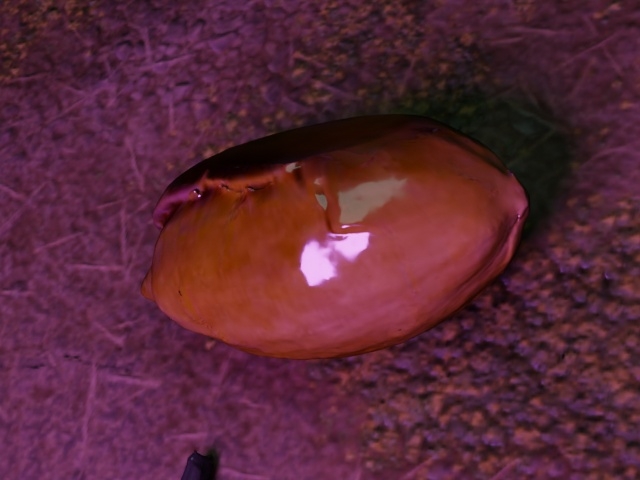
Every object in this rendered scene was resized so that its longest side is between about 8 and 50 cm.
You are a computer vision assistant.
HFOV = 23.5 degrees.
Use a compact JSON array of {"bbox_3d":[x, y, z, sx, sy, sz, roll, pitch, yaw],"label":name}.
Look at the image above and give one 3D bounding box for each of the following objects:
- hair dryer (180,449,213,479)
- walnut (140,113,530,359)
[{"bbox_3d":[-0.048,0.247,0.755,0.304,0.120,0.359,-7,48,13],"label":"hair dryer"},{"bbox_3d":[0.000,0.000,0.854,0.245,0.137,0.137,-11,56,21],"label":"walnut"}]
